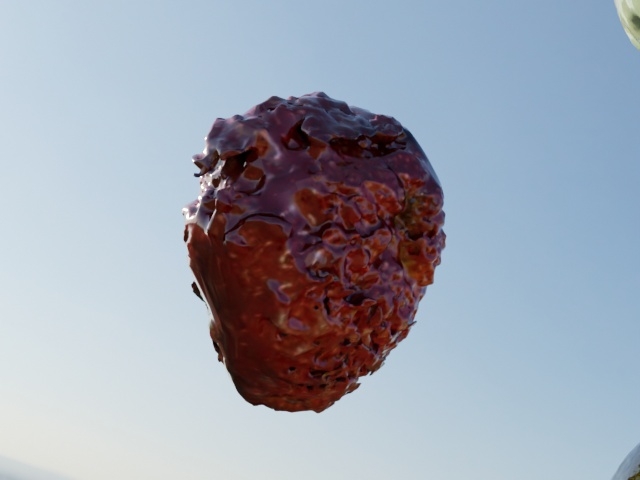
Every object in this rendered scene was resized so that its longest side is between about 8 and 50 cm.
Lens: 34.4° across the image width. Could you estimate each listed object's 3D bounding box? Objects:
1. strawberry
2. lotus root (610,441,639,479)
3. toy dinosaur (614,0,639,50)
[{"bbox_3d":[0.000,0.000,0.886,0.220,0.274,0.274,-11,-23,9],"label":"strawberry"},{"bbox_3d":[0.262,0.189,0.720,0.138,0.214,0.138,22,-31,14],"label":"lotus root"},{"bbox_3d":[0.188,-0.037,0.325,0.393,0.092,0.205,23,12,-44],"label":"toy dinosaur"}]
